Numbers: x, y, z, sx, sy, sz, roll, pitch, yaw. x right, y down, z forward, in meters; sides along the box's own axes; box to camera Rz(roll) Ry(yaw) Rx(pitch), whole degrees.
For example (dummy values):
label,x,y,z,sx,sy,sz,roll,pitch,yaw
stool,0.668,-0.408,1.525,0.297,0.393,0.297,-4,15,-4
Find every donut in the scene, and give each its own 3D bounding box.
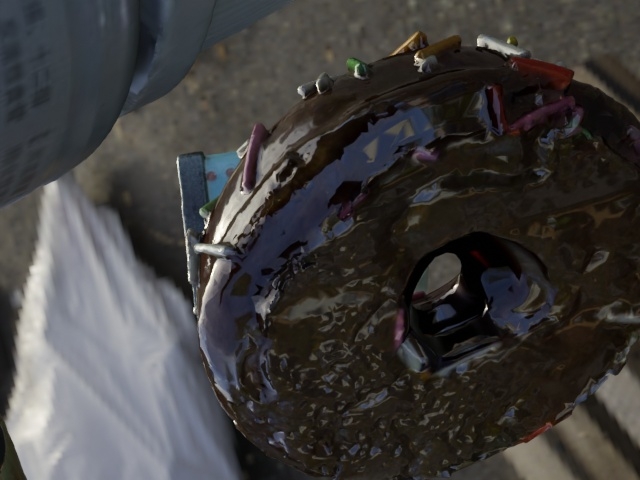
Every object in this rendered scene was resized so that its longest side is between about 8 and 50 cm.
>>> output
label,x,y,z,sx,sy,sz,roll,pitch,yaw
donut,0.056,0.012,0.887,0.103,0.270,0.269,-122,36,-45

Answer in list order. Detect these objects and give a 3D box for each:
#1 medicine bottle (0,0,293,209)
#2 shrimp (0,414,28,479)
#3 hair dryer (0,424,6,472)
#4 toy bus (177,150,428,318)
label,x,y,z,sx,sy,sz,roll,pitch,yaw
medicine bottle,-0.162,-0.128,0.651,0.245,0.306,0.245,33,139,35
shrimp,-0.303,0.197,1.438,0.061,0.145,0.267,-44,74,31
hair dryer,-0.366,0.150,1.352,0.219,0.124,0.071,6,79,30
toy bus,0.000,0.000,1.352,0.165,0.271,0.133,-9,83,13
